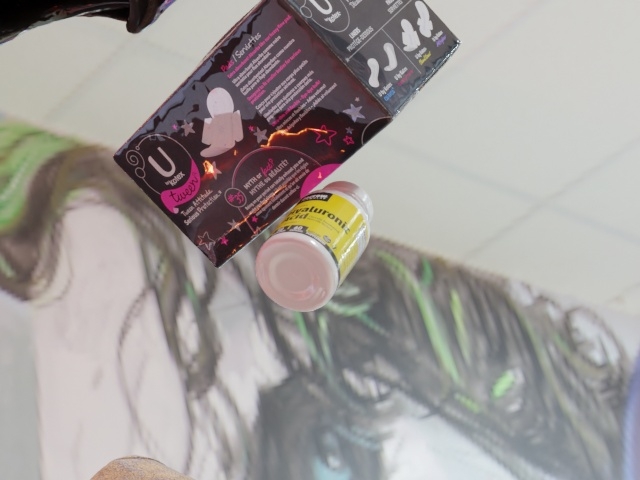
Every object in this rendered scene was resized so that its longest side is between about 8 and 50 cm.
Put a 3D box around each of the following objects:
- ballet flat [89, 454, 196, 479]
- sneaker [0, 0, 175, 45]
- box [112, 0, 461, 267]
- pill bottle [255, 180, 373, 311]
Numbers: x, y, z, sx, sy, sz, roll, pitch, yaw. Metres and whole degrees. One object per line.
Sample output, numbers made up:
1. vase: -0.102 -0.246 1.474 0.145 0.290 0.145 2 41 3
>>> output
1. ballet flat: -0.174 0.243 0.961 0.106 0.316 0.108 7 -53 35
2. sneaker: -0.116 -0.283 1.340 0.482 0.202 0.185 -19 -37 15
3. box: -0.031 -0.122 1.297 0.247 0.142 0.163 -38 7 39
4. pill bottle: 0.000 0.000 1.160 0.065 0.065 0.116 -39 8 33
